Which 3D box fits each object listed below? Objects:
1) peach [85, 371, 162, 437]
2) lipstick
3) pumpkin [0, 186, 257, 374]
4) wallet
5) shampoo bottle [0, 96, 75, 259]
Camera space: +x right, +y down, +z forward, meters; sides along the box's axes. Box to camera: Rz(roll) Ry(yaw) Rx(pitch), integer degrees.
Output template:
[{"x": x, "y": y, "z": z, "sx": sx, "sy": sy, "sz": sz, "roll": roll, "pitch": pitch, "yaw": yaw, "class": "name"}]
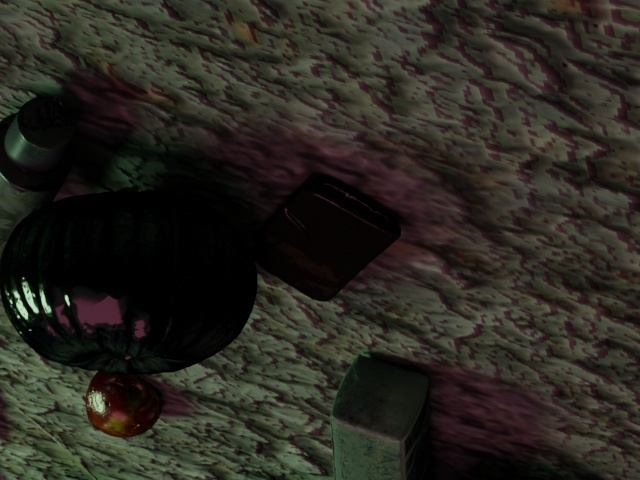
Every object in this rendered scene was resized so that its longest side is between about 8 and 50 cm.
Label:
[{"x": -0.194, "y": 0.162, "z": 1.780, "sx": 0.077, "sy": 0.050, "sz": 0.083, "roll": 33, "pitch": 155, "yaw": -11, "class": "peach"}, {"x": 0.054, "y": 0.202, "z": 1.616, "sx": 0.076, "sy": 0.077, "sz": 0.289, "roll": 18, "pitch": 150, "yaw": 16, "class": "lipstick"}, {"x": -0.146, "y": 0.028, "z": 1.412, "sx": 0.202, "sy": 0.140, "sz": 0.202, "roll": 0, "pitch": 164, "yaw": 0, "class": "pumpkin"}, {"x": 0.000, "y": 0.000, "z": 1.386, "sx": 0.082, "sy": 0.018, "sz": 0.157, "roll": 31, "pitch": 152, "yaw": -9, "class": "wallet"}, {"x": -0.235, "y": -0.047, "z": 1.443, "sx": 0.072, "sy": 0.072, "sz": 0.214, "roll": 30, "pitch": 151, "yaw": -8, "class": "shampoo bottle"}]
